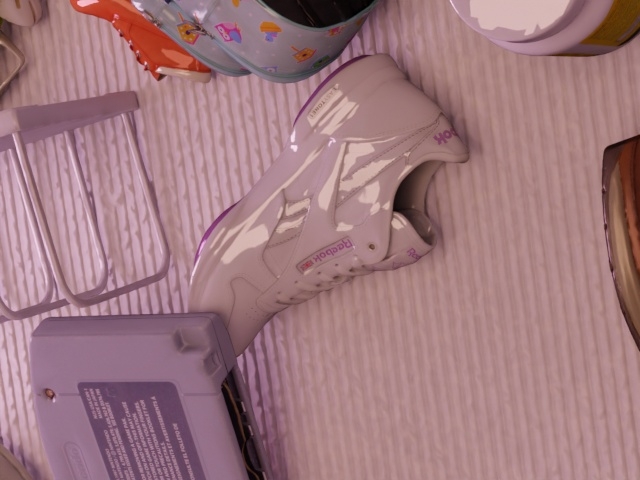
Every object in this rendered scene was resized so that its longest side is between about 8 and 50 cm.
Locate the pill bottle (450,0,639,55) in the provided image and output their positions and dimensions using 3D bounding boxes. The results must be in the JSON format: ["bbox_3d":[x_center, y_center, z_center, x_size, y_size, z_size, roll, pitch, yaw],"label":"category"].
[{"bbox_3d":[0.170,-0.193,1.147,0.119,0.208,0.119,3,97,24],"label":"pill bottle"}]

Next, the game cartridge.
[{"bbox_3d":[-0.141,0.194,1.368,0.196,0.060,0.294,-4,117,21],"label":"game cartridge"}]

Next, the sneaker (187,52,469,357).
[{"bbox_3d":[0.000,0.000,1.298,0.152,0.114,0.305,42,111,16],"label":"sneaker"}]

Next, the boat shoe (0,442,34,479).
[{"bbox_3d":[-0.294,0.310,1.469,0.340,0.127,0.113,43,134,12],"label":"boat shoe"}]

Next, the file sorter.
[{"bbox_3d":[-0.305,-0.009,1.397,0.277,0.193,0.173,-14,93,25],"label":"file sorter"}]

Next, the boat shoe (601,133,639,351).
[{"bbox_3d":[0.300,0.070,1.178,0.120,0.122,0.324,-16,96,19],"label":"boat shoe"}]

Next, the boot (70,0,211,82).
[{"bbox_3d":[-0.158,-0.185,1.384,0.158,0.059,0.085,15,107,21],"label":"boot"}]

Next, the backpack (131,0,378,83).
[{"bbox_3d":[-0.049,-0.214,1.268,0.188,0.166,0.144,38,134,8],"label":"backpack"}]

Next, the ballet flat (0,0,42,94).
[{"bbox_3d":[-0.300,-0.198,1.445,0.077,0.077,0.231,26,110,-2],"label":"ballet flat"}]
